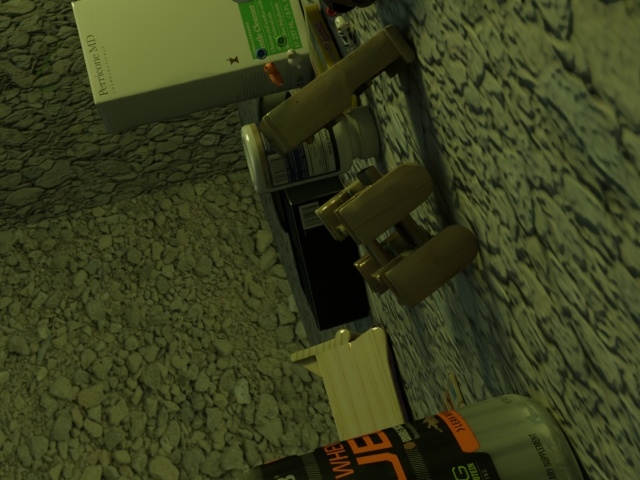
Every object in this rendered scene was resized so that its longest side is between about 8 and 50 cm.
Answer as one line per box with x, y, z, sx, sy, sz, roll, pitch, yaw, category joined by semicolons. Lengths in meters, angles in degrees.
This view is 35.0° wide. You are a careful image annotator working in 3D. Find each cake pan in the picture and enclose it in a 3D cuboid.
-0.067;-0.163;1.994;0.293;0.054;0.293;-9;-90;-83;cake pan

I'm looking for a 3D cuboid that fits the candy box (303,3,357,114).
0.016;-0.239;1.469;0.105;0.027;0.206;79;173;-51;candy box

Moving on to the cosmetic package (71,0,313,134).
-0.211;-0.329;1.718;0.155;0.365;0.197;102;152;-77;cosmetic package

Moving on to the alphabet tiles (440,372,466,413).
0.188;0.300;1.289;0.237;0.009;0.198;88;166;-61;alphabet tiles

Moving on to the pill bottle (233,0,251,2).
-0.132;-0.459;1.346;0.264;0.146;0.146;52;-175;-27;pill bottle

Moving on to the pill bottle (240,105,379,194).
-0.013;-0.124;1.332;0.094;0.169;0.094;166;90;-83;pill bottle

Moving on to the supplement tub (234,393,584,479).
0.055;0.272;0.884;0.207;0.338;0.207;165;90;-83;supplement tub

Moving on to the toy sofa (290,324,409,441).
0.095;0.331;1.704;0.150;0.177;0.363;26;-136;-65;toy sofa

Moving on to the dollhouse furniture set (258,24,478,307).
0.073;-0.073;1.062;0.242;0.161;0.212;53;175;-4;dollhouse furniture set

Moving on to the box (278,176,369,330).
0.000;0.000;1.833;0.184;0.103;0.261;-120;16;-61;box

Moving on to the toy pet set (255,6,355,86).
-0.004;-0.224;1.288;0.114;0.122;0.065;58;-176;-8;toy pet set

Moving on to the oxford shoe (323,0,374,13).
0.037;-0.289;1.014;0.096;0.083;0.227;56;173;1;oxford shoe
